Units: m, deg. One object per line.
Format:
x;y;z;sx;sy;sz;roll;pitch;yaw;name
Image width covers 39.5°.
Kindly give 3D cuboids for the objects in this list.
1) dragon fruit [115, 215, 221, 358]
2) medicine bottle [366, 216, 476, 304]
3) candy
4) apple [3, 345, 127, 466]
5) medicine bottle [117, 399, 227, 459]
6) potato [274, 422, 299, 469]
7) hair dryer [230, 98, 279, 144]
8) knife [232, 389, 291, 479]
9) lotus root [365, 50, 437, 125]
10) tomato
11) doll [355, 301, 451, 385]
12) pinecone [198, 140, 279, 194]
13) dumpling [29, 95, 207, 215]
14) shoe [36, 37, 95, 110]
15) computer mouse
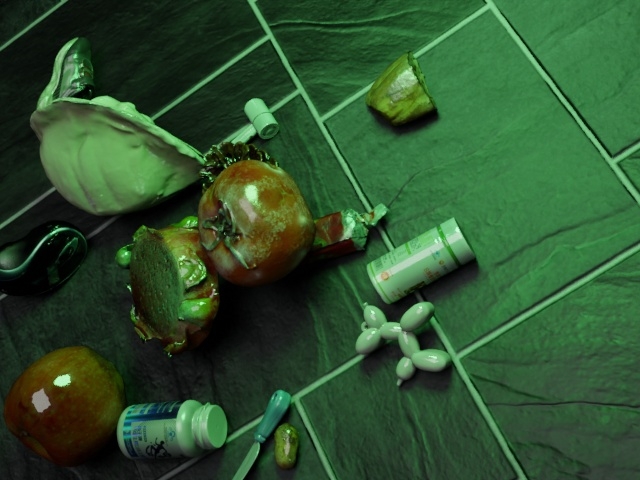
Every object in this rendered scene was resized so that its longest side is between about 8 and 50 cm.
-0.287;0.088;1.747;0.295;0.130;0.268;43;124;37;dragon fruit
0.181;0.038;1.611;0.183;0.086;0.086;-29;62;13;medicine bottle
0.000;0.000;1.722;0.292;0.059;0.086;-19;62;16;candy
-0.491;0.320;1.746;0.230;0.230;0.230;-8;68;21;apple
-0.279;0.358;1.689;0.191;0.107;0.107;-9;68;22;medicine bottle
-0.061;0.375;1.623;0.051;0.040;0.083;-15;71;55;potato
-0.158;-0.229;1.889;0.137;0.047;0.082;-41;59;14;hair dryer
-0.123;0.387;1.642;0.244;0.032;0.058;-60;20;-4;knife
0.152;-0.295;1.745;0.135;0.095;0.159;-40;55;11;lotus root
-0.115;-0.027;1.640;0.232;0.188;0.232;11;105;48;tomato
0.138;0.175;1.587;0.160;0.059;0.161;-22;83;25;doll
-0.168;-0.126;1.782;0.163;0.165;0.163;-13;64;27;pinecone
-0.435;-0.186;1.839;0.395;0.315;0.233;9;68;19;dumpling
-0.575;-0.363;2.098;0.112;0.099;0.227;23;86;22;shoe
-0.615;0.050;1.934;0.233;0.137;0.096;-33;58;9;computer mouse
